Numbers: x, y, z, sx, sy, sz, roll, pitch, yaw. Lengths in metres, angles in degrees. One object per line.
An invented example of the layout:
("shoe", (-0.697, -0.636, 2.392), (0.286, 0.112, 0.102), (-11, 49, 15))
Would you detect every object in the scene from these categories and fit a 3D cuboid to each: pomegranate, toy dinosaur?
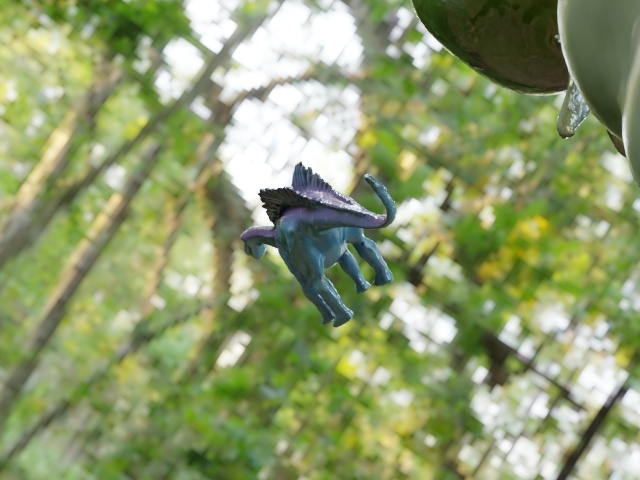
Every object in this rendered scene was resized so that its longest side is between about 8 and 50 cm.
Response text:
("pomegranate", (0.143, -0.147, 1.109), (0.181, 0.181, 0.224), (46, 20, -45))
("toy dinosaur", (0.000, 0.000, 1.011), (0.080, 0.045, 0.197), (53, -21, -5))

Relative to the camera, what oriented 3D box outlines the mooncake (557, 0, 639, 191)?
("mooncake", (0.193, -0.046, 0.553), (0.275, 0.135, 0.275), (19, 24, -9))
